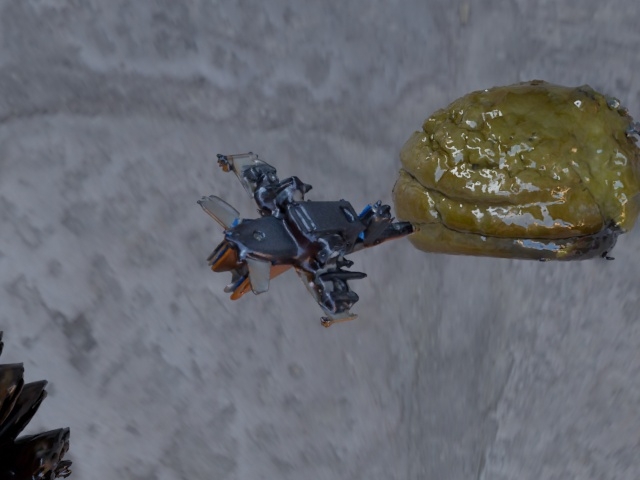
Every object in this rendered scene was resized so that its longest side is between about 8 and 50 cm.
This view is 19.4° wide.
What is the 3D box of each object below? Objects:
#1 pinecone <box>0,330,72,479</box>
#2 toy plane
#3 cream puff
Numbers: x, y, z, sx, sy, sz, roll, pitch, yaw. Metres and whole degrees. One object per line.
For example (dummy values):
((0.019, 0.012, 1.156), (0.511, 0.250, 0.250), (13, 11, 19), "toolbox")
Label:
((-0.237, 0.135, 1.047), (0.221, 0.221, 0.221), (-1, 77, 4), "pinecone")
((0.006, -0.007, 1.186), (0.188, 0.062, 0.135), (-12, 62, -39), "toy plane")
((0.145, -0.050, 1.334), (0.189, 0.189, 0.129), (-1, 95, 4), "cream puff")
